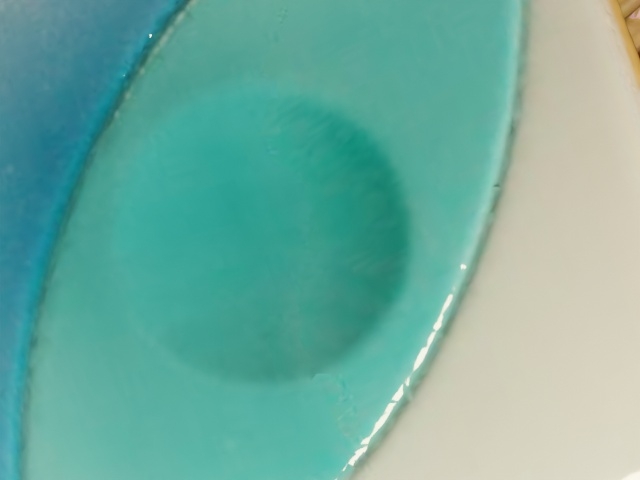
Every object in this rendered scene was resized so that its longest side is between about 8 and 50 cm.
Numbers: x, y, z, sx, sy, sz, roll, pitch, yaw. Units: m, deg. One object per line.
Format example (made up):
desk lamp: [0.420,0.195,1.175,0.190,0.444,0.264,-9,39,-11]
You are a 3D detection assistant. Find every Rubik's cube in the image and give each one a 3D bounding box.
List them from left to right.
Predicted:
Rubik's cube: [0.000,0.000,0.677,0.351,0.347,0.352,-19,176,10]

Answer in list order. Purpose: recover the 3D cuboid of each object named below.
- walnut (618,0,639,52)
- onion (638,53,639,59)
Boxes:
walnut: [0.202,-0.232,0.844,0.198,0.198,0.245,-6,149,-40]
onion: [0.287,-0.139,1.148,0.150,0.150,0.140,-29,-172,-9]
